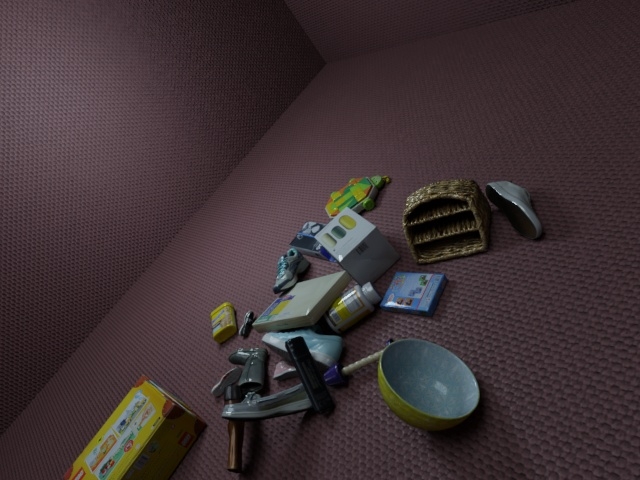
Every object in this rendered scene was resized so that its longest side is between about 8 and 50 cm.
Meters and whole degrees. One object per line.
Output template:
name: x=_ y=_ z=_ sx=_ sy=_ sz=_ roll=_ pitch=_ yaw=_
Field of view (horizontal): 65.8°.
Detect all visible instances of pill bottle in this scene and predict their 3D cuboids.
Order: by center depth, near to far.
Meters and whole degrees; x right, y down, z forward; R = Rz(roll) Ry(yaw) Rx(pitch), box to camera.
pill bottle: x=0.123 y=0.249 z=1.876 sx=0.215 sy=0.117 sz=0.117 roll=-36 pitch=32 yaw=9

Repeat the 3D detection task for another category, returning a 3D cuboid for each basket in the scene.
basket: x=0.452 y=-0.076 z=1.827 sx=0.299 sy=0.213 sz=0.223 roll=-14 pitch=41 yaw=37

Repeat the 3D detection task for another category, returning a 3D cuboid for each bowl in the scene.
bowl: x=0.285 y=0.436 z=1.411 sx=0.289 sy=0.290 sz=0.156 roll=-107 pitch=28 yaw=-56

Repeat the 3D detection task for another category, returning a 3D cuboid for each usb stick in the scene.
usb stick: x=-0.040 y=0.461 z=1.717 sx=0.278 sy=0.077 sz=0.045 roll=62 pitch=148 yaw=22

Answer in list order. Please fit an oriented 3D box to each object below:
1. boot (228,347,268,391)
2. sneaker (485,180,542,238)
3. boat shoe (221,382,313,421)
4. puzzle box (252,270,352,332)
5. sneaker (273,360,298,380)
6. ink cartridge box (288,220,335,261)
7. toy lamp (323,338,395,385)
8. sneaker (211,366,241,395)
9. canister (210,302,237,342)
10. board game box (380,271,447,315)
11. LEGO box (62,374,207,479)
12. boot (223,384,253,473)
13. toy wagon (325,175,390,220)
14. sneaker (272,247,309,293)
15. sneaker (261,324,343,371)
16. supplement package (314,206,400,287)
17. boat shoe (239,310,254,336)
boot: x=-0.303 y=0.526 z=1.991 sx=0.190 sy=0.076 sz=0.208 roll=-16 pitch=32 yaw=14
sneaker: x=0.704 y=-0.125 z=1.725 sx=0.123 sy=0.105 sz=0.290 roll=-15 pitch=45 yaw=-9
boat shoe: x=-0.177 y=0.549 z=1.683 sx=0.118 sy=0.321 sz=0.103 roll=120 pitch=142 yaw=-60
puzzle box: x=-0.081 y=0.254 z=2.011 sx=0.409 sy=0.052 sz=0.272 roll=-20 pitch=21 yaw=51
sneaker: x=-0.125 y=0.491 z=1.909 sx=0.134 sy=0.051 sz=0.070 roll=-25 pitch=41 yaw=32
ink cartridge box: x=0.000 y=0.000 z=2.360 sx=0.333 sy=0.065 sz=0.165 roll=11 pitch=58 yaw=51
toy lamp: x=0.135 y=0.423 z=1.691 sx=0.275 sy=0.080 sz=0.080 roll=-31 pitch=33 yaw=17
sneaker: x=-0.403 y=0.583 z=2.091 sx=0.158 sy=0.061 sz=0.065 roll=-42 pitch=25 yaw=-2
canister: x=-0.462 y=0.393 z=2.366 sx=0.126 sy=0.073 sz=0.170 roll=-37 pitch=34 yaw=8
board game box: x=0.336 y=0.190 z=1.795 sx=0.212 sy=0.039 sz=0.160 roll=1 pitch=51 yaw=46
LEGO box: x=-0.756 y=0.854 z=2.008 sx=0.373 sy=0.193 sz=0.500 roll=10 pitch=58 yaw=51
boot: x=-0.284 y=0.682 z=1.780 sx=0.096 sy=0.264 sz=0.280 roll=-5 pitch=65 yaw=-6
toy wagon: x=0.182 y=-0.223 z=2.428 sx=0.344 sy=0.068 sz=0.267 roll=-37 pitch=33 yaw=8
sneaker: x=-0.161 y=0.135 z=2.246 sx=0.110 sy=0.122 sz=0.283 roll=-26 pitch=16 yaw=32
sneaker: x=-0.061 y=0.392 z=1.900 sx=0.366 sy=0.135 sz=0.150 roll=9 pitch=55 yaw=37
supplement package: x=0.146 y=0.027 z=2.041 sx=0.199 sy=0.198 sz=0.263 roll=-43 pitch=32 yaw=-2
boat shoe: x=-0.331 y=0.381 z=2.267 sx=0.038 sy=0.046 sz=0.125 roll=-5 pitch=50 yaw=44
